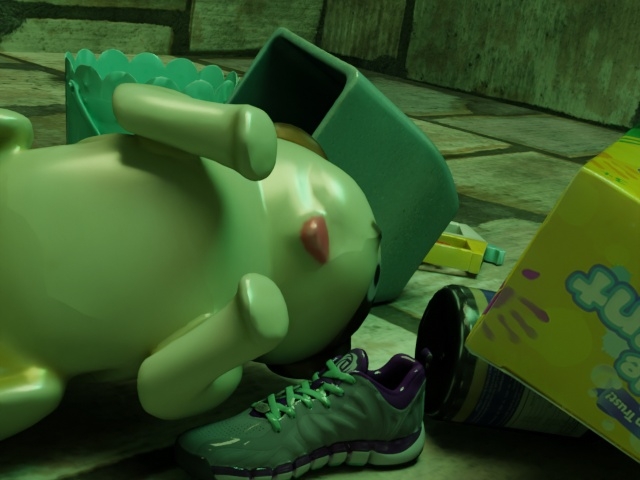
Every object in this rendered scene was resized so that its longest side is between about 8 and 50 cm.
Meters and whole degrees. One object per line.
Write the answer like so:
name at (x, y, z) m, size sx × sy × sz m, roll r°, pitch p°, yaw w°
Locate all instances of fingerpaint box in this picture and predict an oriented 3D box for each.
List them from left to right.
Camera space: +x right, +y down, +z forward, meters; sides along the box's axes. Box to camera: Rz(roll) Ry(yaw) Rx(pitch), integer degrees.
fingerpaint box at (0.377, 0.096, 0.826) m, size 0.444 × 0.163 × 0.371 m, roll 35°, pitch 22°, yaw 14°

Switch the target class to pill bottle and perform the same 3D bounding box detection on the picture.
pill bottle at (0.204, 0.115, 0.977) m, size 0.219 × 0.123 × 0.123 m, roll 10°, pitch 15°, yaw -13°

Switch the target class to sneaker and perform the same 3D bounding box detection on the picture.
sneaker at (-0.011, 0.130, 0.861) m, size 0.223 × 0.098 × 0.083 m, roll -1°, pitch 18°, yaw -33°

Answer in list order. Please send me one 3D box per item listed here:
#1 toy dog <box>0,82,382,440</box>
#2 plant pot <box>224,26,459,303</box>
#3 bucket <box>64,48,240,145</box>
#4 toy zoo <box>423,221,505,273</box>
toy dog at (-0.137, 0.031, 0.889) m, size 0.407 × 0.285 × 0.395 m, roll -6°, pitch -17°, yaw -23°
plant pot at (0.015, -0.063, 1.290) m, size 0.252 × 0.248 × 0.247 m, roll 31°, pitch 7°, yaw -31°
bucket at (-0.269, -0.187, 1.699) m, size 0.281 × 0.183 × 0.281 m, roll 8°, pitch 16°, yaw -2°
toy zoo at (0.118, -0.010, 1.531) m, size 0.293 × 0.030 × 0.192 m, roll 12°, pitch 13°, yaw -1°
